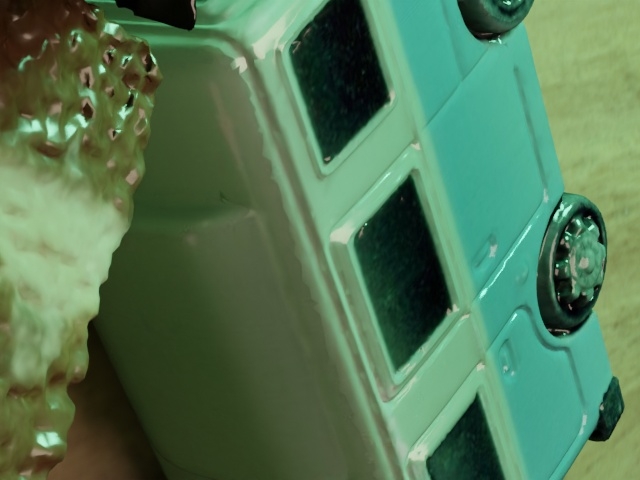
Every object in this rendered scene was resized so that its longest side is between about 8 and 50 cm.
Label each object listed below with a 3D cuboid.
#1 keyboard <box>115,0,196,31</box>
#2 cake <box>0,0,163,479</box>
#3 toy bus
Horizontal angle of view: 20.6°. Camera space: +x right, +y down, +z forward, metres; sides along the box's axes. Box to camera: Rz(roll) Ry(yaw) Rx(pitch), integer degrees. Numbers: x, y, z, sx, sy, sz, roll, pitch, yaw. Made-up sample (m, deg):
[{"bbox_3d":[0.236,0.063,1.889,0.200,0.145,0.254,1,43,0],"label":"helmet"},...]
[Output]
[{"bbox_3d":[-0.057,-0.108,0.414,0.250,0.017,0.087,-136,-136,-69],"label":"keyboard"},{"bbox_3d":[-0.125,0.007,0.359,0.134,0.135,0.147,30,64,-59],"label":"cake"},{"bbox_3d":[0.000,0.000,0.593,0.165,0.133,0.271,-52,136,-38],"label":"toy bus"}]
